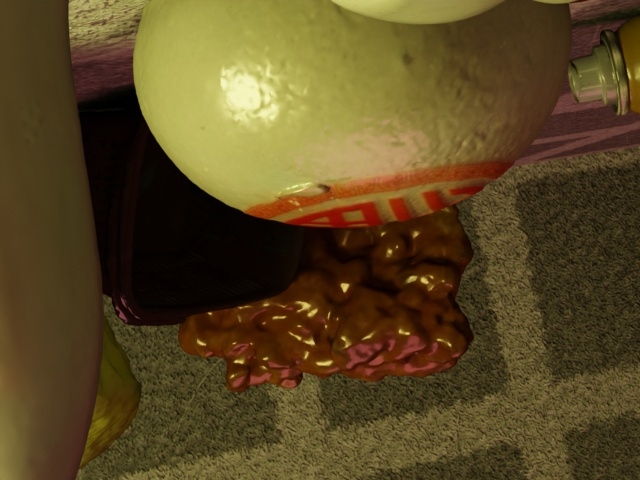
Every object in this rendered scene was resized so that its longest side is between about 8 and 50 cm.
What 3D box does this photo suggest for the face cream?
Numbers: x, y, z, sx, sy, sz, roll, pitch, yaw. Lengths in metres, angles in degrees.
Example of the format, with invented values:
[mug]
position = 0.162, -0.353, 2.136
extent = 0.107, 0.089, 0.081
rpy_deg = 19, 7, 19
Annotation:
[face cream]
position = 0.408, -0.184, 1.850
extent = 0.349, 0.105, 0.105
rpy_deg = -11, 178, 0

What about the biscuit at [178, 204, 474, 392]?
[biscuit]
position = 0.000, 0.000, 2.003
extent = 0.318, 0.312, 0.110
rpy_deg = -6, 151, 9

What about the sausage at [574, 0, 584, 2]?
[sausage]
position = 0.204, -0.199, 1.410
extent = 0.042, 0.036, 0.158
rpy_deg = 22, 170, -14

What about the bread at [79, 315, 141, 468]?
[bread]
position = -0.317, 0.049, 1.402
extent = 0.348, 0.307, 0.348
rpy_deg = -12, 170, -2

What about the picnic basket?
[picnic basket]
position = -0.139, -0.045, 1.821
extent = 0.129, 0.222, 0.297
rpy_deg = 14, -169, 31

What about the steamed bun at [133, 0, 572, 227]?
[steamed bun]
position = 0.025, -0.097, 1.257
extent = 0.283, 0.177, 0.283
rpy_deg = -11, 178, 0

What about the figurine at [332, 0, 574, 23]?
[figurine]
position = 0.099, -0.159, 0.827
extent = 0.235, 0.127, 0.155
rpy_deg = -13, 161, -35

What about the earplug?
[earplug]
position = -0.176, -0.009, 0.927
extent = 0.172, 0.301, 0.172
rpy_deg = -10, 178, 0
